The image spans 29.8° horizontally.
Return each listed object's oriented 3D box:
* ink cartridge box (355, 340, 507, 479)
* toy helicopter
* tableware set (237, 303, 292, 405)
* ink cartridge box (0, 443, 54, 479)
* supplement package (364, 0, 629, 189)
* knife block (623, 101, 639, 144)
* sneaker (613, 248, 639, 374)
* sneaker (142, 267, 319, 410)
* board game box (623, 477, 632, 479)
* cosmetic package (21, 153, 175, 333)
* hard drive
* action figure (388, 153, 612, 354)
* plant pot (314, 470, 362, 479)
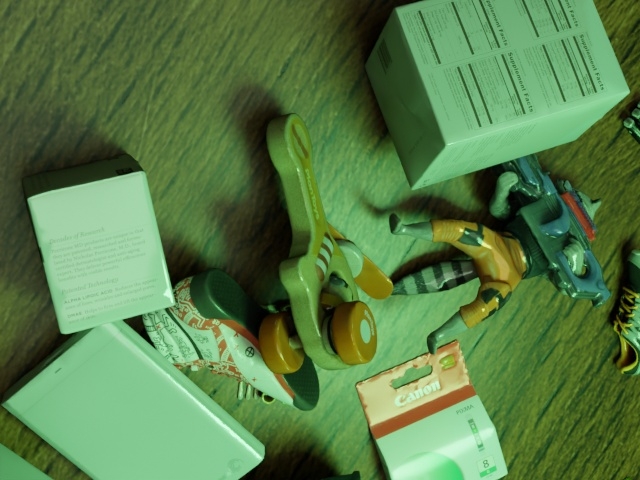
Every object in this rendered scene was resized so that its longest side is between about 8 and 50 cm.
[{"bbox_3d":[0.171,0.289,1.827,0.181,0.056,0.225,-22,110,-12],"label":"ink cartridge box"},{"bbox_3d":[0.000,0.000,1.642,0.140,0.235,0.355,-10,96,25],"label":"toy helicopter"},{"bbox_3d":[-0.064,0.165,1.737,0.104,0.024,0.154,3,101,-19],"label":"tableware set"},{"bbox_3d":[-0.459,0.459,1.403,0.166,0.285,0.395,39,87,-16],"label":"ink cartridge box"},{"bbox_3d":[0.229,-0.218,1.614,0.262,0.199,0.198,-17,80,-13],"label":"supplement package"},{"bbox_3d":[0.582,-0.103,1.845,0.242,0.088,0.276,-6,105,-15],"label":"knife block"},{"bbox_3d":[0.498,0.119,1.875,0.083,0.084,0.215,-14,107,-9],"label":"sneaker"},{"bbox_3d":[-0.127,0.154,1.670,0.145,0.090,0.270,-23,124,29],"label":"sneaker"},{"bbox_3d":[0.454,0.476,1.964,0.181,0.043,0.092,-29,109,-9],"label":"board game box"},{"bbox_3d":[-0.290,0.000,1.558,0.151,0.151,0.184,-15,106,-13],"label":"cosmetic package"},{"bbox_3d":[-0.255,0.255,1.658,0.203,0.040,0.307,-39,112,16],"label":"hard drive"},{"bbox_3d":[0.253,-0.024,1.756,0.330,0.178,0.341,-17,78,-19],"label":"action figure"},{"bbox_3d":[-0.057,0.474,1.696,0.255,0.272,0.272,-5,105,-2],"label":"plant pot"}]
